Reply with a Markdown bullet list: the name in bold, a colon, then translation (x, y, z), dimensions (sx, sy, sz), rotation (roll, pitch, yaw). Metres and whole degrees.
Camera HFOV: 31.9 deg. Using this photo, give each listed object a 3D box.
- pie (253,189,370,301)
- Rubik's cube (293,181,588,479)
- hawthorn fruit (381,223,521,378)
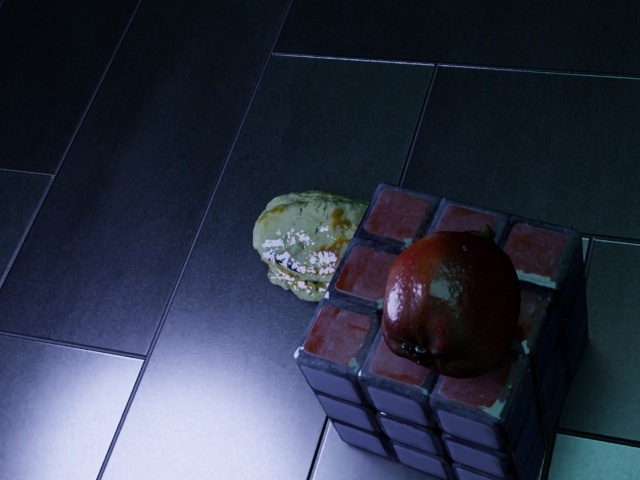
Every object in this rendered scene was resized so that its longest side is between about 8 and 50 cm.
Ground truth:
- **pie**: translation (0.000, 0.000, 1.833), dimensions (0.248, 0.090, 0.201), rotation (13, 65, 28)
- **Rubik's cube**: translation (0.182, 0.145, 1.555), dimensions (0.304, 0.301, 0.305), rotation (18, 63, 25)
- **hawthorn fruit**: translation (0.162, 0.066, 1.336), dimensions (0.169, 0.169, 0.188), rotation (20, 63, 27)
